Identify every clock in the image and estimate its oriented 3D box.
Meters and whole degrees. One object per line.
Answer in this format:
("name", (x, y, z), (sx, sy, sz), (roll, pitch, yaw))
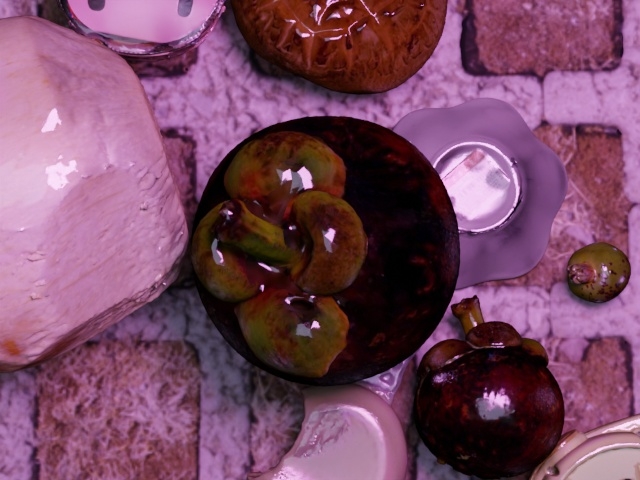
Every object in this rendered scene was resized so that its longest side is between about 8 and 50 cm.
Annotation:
("clock", (0.327, 0.315, 1.621), (0.308, 0.096, 0.235), (-12, 85, 2))

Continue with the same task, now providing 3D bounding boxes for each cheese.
("cheese", (0.035, 0.204, 1.648), (0.163, 0.082, 0.286), (25, 83, 2))

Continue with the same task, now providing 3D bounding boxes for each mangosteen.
("mangosteen", (-0.002, 0.007, 1.542), (0.311, 0.311, 0.311), (0, 85, 1))
("mangosteen", (0.189, 0.170, 1.608), (0.172, 0.172, 0.184), (31, 62, 4))

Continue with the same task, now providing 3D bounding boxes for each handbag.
("handbag", (-0.203, -0.290, 1.676), (0.205, 0.116, 0.179), (5, 86, 1))

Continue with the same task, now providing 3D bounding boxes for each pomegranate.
("pomegranate", (0.311, 0.036, 1.650), (0.073, 0.084, 0.073), (0, 90, 11))

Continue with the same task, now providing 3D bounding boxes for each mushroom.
("mushroom", (0.023, -0.282, 1.658), (0.253, 0.153, 0.253), (1, 76, -3))

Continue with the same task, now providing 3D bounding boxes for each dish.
("dish", (0.169, -0.057, 1.665), (0.229, 0.081, 0.229), (0, 85, 2))

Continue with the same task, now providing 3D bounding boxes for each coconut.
("coconut", (-0.353, -0.030, 1.536), (0.415, 0.344, 0.415), (-10, 125, -14))
